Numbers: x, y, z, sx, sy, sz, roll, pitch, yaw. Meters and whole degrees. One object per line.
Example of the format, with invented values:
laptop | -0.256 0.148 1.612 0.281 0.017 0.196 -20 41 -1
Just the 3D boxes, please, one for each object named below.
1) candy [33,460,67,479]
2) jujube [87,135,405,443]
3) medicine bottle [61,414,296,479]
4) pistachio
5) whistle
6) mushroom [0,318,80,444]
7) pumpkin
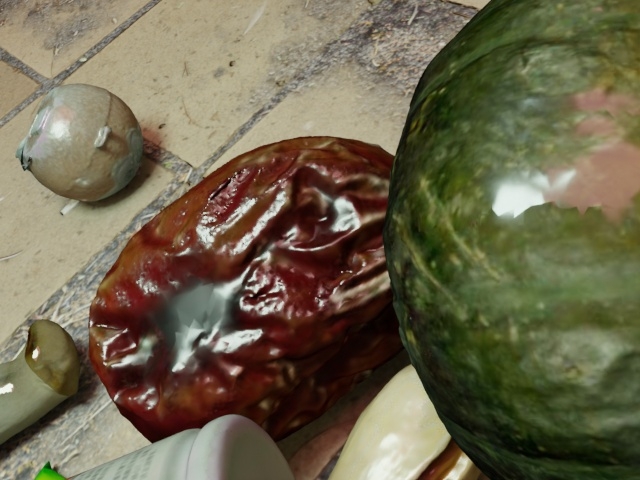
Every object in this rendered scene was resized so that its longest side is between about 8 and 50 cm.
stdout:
candy | -0.279 0.322 0.747 0.178 0.032 0.102 17 62 30
jujube | -0.051 0.052 0.715 0.377 0.276 0.276 -36 50 -6
medicine bottle | -0.177 0.295 0.572 0.316 0.202 0.202 -24 49 9
pistachio | 0.084 0.207 0.649 0.200 0.117 0.145 -53 16 -12
whistle | -0.402 -0.153 1.105 0.348 0.189 0.189 6 54 51
mushroom | -0.438 0.234 0.840 0.329 0.122 0.159 -35 86 -6
pumpkin | 0.250 0.003 0.531 0.344 0.454 0.454 -9 50 35
